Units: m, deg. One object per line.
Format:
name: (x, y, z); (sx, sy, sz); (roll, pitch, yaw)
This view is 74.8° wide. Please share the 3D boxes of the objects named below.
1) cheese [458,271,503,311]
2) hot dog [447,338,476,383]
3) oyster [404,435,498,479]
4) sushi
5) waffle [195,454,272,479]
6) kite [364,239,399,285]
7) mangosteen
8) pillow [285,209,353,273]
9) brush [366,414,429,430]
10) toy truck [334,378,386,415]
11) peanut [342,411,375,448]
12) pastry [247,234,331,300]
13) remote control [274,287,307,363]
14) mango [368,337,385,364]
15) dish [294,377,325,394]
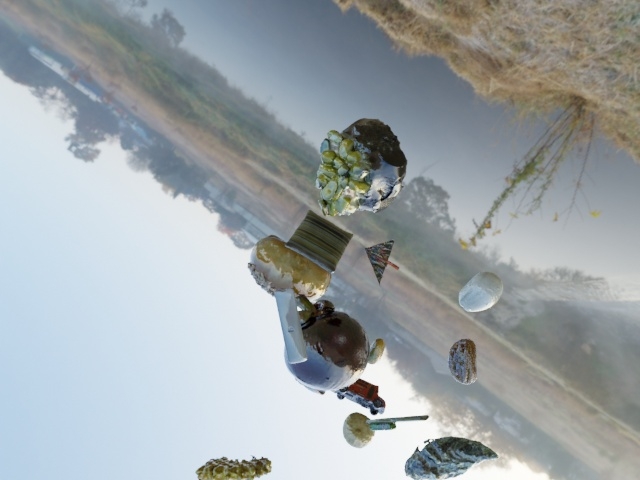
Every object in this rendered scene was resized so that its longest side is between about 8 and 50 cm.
cheese: (0.758, 0.238, 1.960); (0.154, 0.189, 0.198); (41, -142, 21)
hot dog: (0.729, 0.609, 2.124); (0.099, 0.226, 0.161); (17, 158, -26)
oyster: (0.403, 0.707, 1.335); (0.252, 0.199, 0.087); (17, -170, 0)
sushi: (0.111, -0.258, 1.493); (0.328, 0.286, 0.328); (113, 144, -65)
waffle: (-0.356, 0.919, 1.696); (0.293, 0.068, 0.260); (-8, 162, 15)
kite: (0.273, 0.087, 1.873); (0.189, 0.232, 0.009); (29, 159, -11)
mangosteen: (0.023, 0.343, 1.379); (0.298, 0.293, 0.297); (10, 161, 4)
pillow: (0.000, 0.000, 1.612); (0.208, 0.212, 0.052); (30, 145, 1)
brush: (0.283, 0.681, 1.562); (0.054, 0.282, 0.048); (8, -117, -38)
toy truck: (0.189, 0.709, 1.948); (0.253, 0.114, 0.107); (20, 140, 12)
peanut: (0.163, 0.807, 1.786); (0.141, 0.109, 0.159); (28, -158, 16)
pastry: (-0.146, 0.149, 1.903); (0.410, 0.244, 0.409); (31, 178, 1)
remote control: (-0.073, 0.211, 1.029); (0.027, 0.050, 0.183); (50, -151, -89)
mango: (0.202, 0.406, 1.536); (0.057, 0.114, 0.079); (30, -149, 24)
dish: (-0.061, 0.501, 1.687); (0.260, 0.086, 0.260); (-20, -90, -80)
